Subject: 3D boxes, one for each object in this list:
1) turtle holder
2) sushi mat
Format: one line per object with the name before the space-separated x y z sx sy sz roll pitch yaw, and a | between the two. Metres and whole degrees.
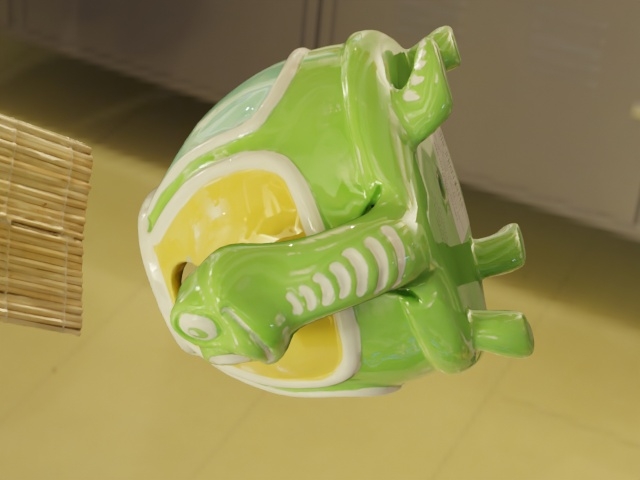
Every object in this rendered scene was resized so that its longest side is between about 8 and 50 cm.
turtle holder | 0.006 0.010 1.147 0.227 0.243 0.320 -16 39 11
sushi mat | -0.259 -0.026 1.203 0.019 0.151 0.316 0 -10 30
